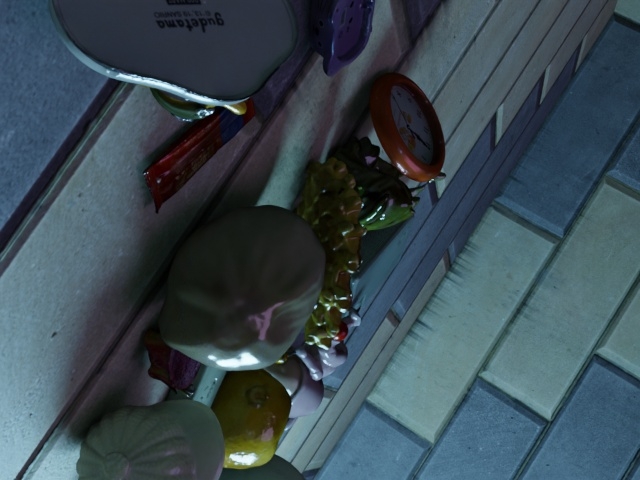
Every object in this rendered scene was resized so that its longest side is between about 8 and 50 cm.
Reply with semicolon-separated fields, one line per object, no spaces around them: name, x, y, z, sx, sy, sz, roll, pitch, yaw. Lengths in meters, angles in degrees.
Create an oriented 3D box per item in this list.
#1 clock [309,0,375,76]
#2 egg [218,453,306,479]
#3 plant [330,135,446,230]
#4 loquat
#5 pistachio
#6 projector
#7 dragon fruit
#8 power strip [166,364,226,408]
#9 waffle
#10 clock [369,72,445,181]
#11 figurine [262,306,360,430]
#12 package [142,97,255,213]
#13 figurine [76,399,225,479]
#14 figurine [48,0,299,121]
clock;0.024;-0.302;1.077;0.110;0.050;0.153;-48;160;-29
egg;-0.177;0.586;1.797;0.337;0.201;0.337;-24;-173;3
plant;0.055;-0.021;1.481;0.251;0.180;0.333;-2;126;-58
loquat;-0.147;0.339;1.508;0.187;0.176;0.234;-47;172;-32
pistachio;-0.102;0.056;1.119;0.226;0.208;0.332;-18;-160;26
projector;0.097;0.046;1.818;0.257;0.099;0.192;-47;159;-35
dragon fruit;-0.221;0.162;1.188;0.126;0.068;0.112;67;39;-54
power strip;-0.215;0.251;1.376;0.093;0.053;0.288;-23;141;-63
waffle;0.000;0.000;1.276;0.293;0.069;0.260;-112;-148;-56
clock;0.154;-0.201;1.420;0.051;0.205;0.205;-21;-172;36
figurine;-0.037;0.255;1.707;0.186;0.176;0.287;33;110;-32
package;-0.142;-0.122;0.972;0.200;0.022;0.083;-50;162;-27
figurine;-0.271;0.370;1.228;0.204;0.185;0.332;-36;162;-36
figurine;-0.154;-0.181;0.747;0.250;0.166;0.141;-3;166;-41
